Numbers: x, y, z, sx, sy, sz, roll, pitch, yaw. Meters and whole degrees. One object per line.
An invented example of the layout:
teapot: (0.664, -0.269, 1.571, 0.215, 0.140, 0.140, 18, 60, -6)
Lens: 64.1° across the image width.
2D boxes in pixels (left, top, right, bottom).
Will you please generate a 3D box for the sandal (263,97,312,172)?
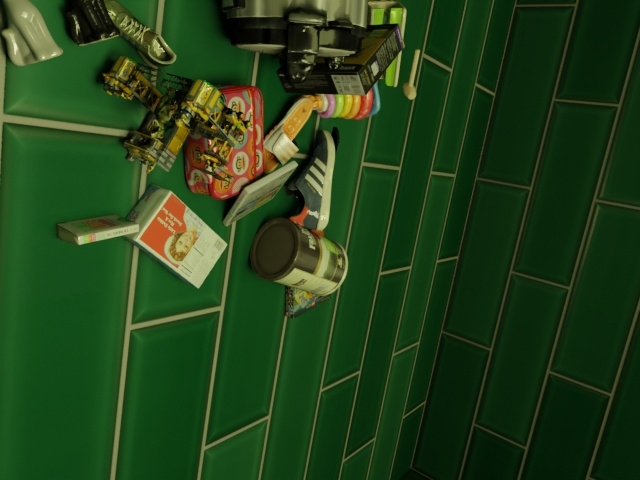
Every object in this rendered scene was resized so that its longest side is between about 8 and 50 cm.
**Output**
sandal: (-0.097, -0.319, 1.571, 0.265, 0.076, 0.102, -55, 143, 3)

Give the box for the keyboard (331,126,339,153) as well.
keyboard: (0.049, -0.313, 1.769, 0.038, 0.100, 0.192, -3, 146, -14)

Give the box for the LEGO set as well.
LEGO set: (-0.341, -0.242, 1.127, 0.192, 0.331, 0.255, -64, 165, -9)

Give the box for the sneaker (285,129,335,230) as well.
sneaker: (-0.040, -0.212, 1.714, 0.131, 0.148, 0.351, 132, -37, -74)

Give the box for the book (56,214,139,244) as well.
book: (-0.501, -0.024, 1.155, 0.144, 0.096, 0.035, -19, 119, -50)

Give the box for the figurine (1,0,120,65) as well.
figurine: (-0.521, -0.463, 0.961, 0.215, 0.092, 0.210, -41, 127, -37)

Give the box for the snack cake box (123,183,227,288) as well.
snack cake box: (-0.380, -0.005, 1.341, 0.152, 0.089, 0.264, -58, 143, -17)

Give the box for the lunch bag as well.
lunch bag: (-0.247, -0.275, 1.396, 0.258, 0.120, 0.293, -31, 130, -49)

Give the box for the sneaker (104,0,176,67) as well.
sneaker: (-0.395, -0.455, 1.125, 0.192, 0.086, 0.064, 43, 69, -53)

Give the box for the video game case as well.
video game case: (-0.180, -0.140, 1.515, 0.212, 0.023, 0.193, -37, 175, -40)

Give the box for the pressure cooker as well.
pressure cooker: (-0.055, -0.614, 1.283, 0.369, 0.375, 0.421, -23, 122, -52)

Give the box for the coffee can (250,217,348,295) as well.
coffee can: (-0.066, 0.060, 1.688, 0.275, 0.201, 0.202, 24, 84, -50)

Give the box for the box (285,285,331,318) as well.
box: (-0.042, 0.180, 1.935, 0.233, 0.044, 0.159, -22, 121, -49)

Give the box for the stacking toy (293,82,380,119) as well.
stacking toy: (0.039, -0.467, 1.690, 0.301, 0.175, 0.166, -20, 104, -33)

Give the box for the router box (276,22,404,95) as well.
router box: (0.059, -0.542, 1.528, 0.243, 0.308, 0.081, -55, 138, -26)

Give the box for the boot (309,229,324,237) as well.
boot: (0.000, 0.000, 1.908, 0.158, 0.059, 0.085, 41, 66, -52)

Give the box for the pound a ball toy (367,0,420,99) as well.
pound a ball toy: (0.248, -0.673, 1.820, 0.208, 0.136, 0.319, -5, 129, -8)
